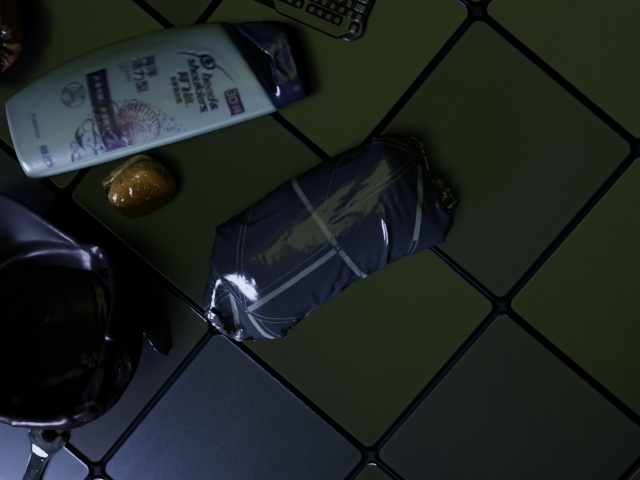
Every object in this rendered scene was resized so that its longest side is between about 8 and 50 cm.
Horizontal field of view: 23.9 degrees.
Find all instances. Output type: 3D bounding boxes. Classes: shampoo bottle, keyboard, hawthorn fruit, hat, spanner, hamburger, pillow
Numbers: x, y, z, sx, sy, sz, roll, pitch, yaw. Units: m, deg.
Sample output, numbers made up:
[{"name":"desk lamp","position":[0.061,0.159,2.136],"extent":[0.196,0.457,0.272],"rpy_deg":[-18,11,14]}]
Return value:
[{"name":"shampoo bottle","position":[-0.197,-0.182,1.810],"extent":[0.359,0.078,0.134],"rpy_deg":[-16,91,11]},{"name":"keyboard","position":[-0.057,-0.328,1.798],"extent":[0.262,0.016,0.106],"rpy_deg":[24,101,4]},{"name":"hawthorn fruit","position":[-0.450,-0.252,1.802],"extent":[0.189,0.149,0.149],"rpy_deg":[8,99,3]},{"name":"hat","position":[-0.343,0.101,1.850],"extent":[0.336,0.209,0.238],"rpy_deg":[40,81,19]},{"name":"spanner","position":[-0.387,0.345,1.946],"extent":[0.054,0.015,0.254],"rpy_deg":[22,101,5]},{"name":"hamburger","position":[-0.219,-0.064,1.838],"extent":[0.083,0.044,0.076],"rpy_deg":[-37,136,9]},{"name":"pillow","position":[0.000,0.000,1.800],"extent":[0.335,0.092,0.161],"rpy_deg":[-31,97,12]}]
